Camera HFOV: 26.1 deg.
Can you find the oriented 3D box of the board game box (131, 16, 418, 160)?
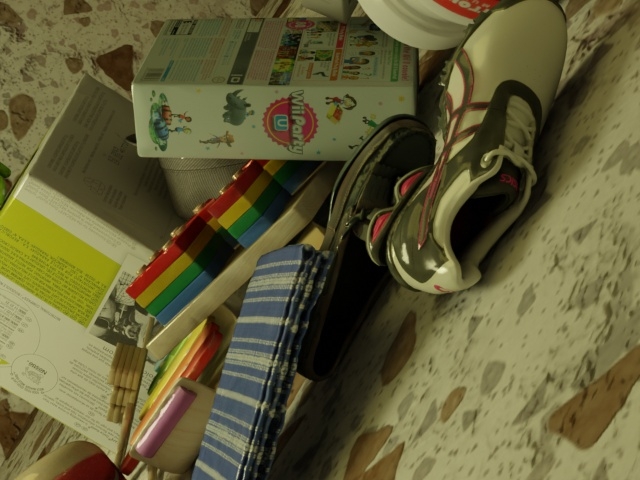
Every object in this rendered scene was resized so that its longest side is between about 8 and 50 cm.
[{"bbox_3d":[-0.041,-0.176,1.564,0.224,0.303,0.097,-79,-12,-61],"label":"board game box"}]

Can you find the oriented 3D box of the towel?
[{"bbox_3d":[-0.067,0.170,1.248,0.243,0.040,0.336,165,121,-75],"label":"towel"}]

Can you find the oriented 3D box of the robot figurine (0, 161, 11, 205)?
[{"bbox_3d":[-0.463,-0.065,1.870,0.101,0.067,0.115,-63,15,-14],"label":"robot figurine"}]

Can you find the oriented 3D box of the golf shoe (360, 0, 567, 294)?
[{"bbox_3d":[0.145,-0.076,1.120,0.120,0.105,0.272,21,84,61],"label":"golf shoe"}]

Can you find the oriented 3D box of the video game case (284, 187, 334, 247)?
[{"bbox_3d":[0.000,0.000,1.607,0.204,0.025,0.285,-55,12,13],"label":"video game case"}]

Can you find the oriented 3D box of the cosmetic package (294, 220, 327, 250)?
[{"bbox_3d":[0.007,0.030,1.410,0.060,0.041,0.115,-58,25,7],"label":"cosmetic package"}]

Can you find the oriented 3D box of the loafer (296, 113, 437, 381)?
[{"bbox_3d":[0.045,0.013,1.301,0.267,0.096,0.084,-62,30,12],"label":"loafer"}]

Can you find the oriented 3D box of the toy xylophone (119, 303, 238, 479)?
[{"bbox_3d":[-0.173,0.191,1.671,0.236,0.081,0.322,-57,12,6],"label":"toy xylophone"}]

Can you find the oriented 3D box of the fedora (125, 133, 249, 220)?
[{"bbox_3d":[-0.118,-0.096,1.872,0.244,0.275,0.124,15,115,59],"label":"fedora"}]

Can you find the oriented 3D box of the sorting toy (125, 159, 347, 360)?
[{"bbox_3d":[-0.097,-0.019,1.588,0.257,0.089,0.255,-43,7,25],"label":"sorting toy"}]

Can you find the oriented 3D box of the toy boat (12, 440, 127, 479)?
[{"bbox_3d":[-0.273,0.337,1.582,0.151,0.151,0.231,-37,-29,-11],"label":"toy boat"}]

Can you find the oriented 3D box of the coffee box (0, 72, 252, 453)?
[{"bbox_3d":[-0.312,0.033,1.993,0.334,0.338,0.337,-51,14,27],"label":"coffee box"}]

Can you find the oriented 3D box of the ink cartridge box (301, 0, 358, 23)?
[{"bbox_3d":[0.021,-0.330,1.527,0.104,0.062,0.181,-62,-10,-13],"label":"ink cartridge box"}]

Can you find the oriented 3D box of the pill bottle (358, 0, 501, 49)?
[{"bbox_3d":[0.177,-0.327,1.298,0.210,0.210,0.363,-63,13,-25],"label":"pill bottle"}]

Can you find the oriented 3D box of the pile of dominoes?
[{"bbox_3d":[-0.265,0.241,1.777,0.196,0.040,0.251,-85,10,-58],"label":"pile of dominoes"}]
